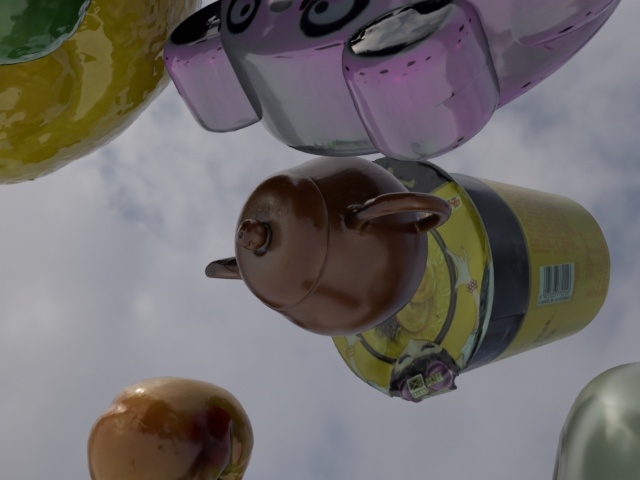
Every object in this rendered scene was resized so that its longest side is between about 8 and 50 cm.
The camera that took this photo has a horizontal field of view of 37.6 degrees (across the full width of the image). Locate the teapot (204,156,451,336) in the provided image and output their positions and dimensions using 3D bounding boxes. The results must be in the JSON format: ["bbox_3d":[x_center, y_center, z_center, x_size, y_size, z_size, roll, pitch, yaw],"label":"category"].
[{"bbox_3d":[0.000,0.000,0.554,0.173,0.116,0.116,-20,-84,45],"label":"teapot"}]

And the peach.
[{"bbox_3d":[-0.129,0.179,0.800,0.138,0.138,0.138,17,-61,33],"label":"peach"}]

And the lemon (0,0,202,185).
[{"bbox_3d":[-0.242,-0.205,0.630,0.348,0.348,0.348,17,-61,33],"label":"lemon"}]

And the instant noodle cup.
[{"bbox_3d":[0.147,0.029,0.880,0.215,0.236,0.216,2,-88,50],"label":"instant noodle cup"}]

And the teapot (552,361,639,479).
[{"bbox_3d":[0.204,0.176,0.536,0.149,0.318,0.220,9,-87,15],"label":"teapot"}]

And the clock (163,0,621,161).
[{"bbox_3d":[0.054,-0.142,0.484,0.227,0.248,0.090,14,-38,45],"label":"clock"}]

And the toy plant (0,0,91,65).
[{"bbox_3d":[-0.135,-0.187,0.376,0.235,0.175,0.218,-12,-74,35],"label":"toy plant"}]
